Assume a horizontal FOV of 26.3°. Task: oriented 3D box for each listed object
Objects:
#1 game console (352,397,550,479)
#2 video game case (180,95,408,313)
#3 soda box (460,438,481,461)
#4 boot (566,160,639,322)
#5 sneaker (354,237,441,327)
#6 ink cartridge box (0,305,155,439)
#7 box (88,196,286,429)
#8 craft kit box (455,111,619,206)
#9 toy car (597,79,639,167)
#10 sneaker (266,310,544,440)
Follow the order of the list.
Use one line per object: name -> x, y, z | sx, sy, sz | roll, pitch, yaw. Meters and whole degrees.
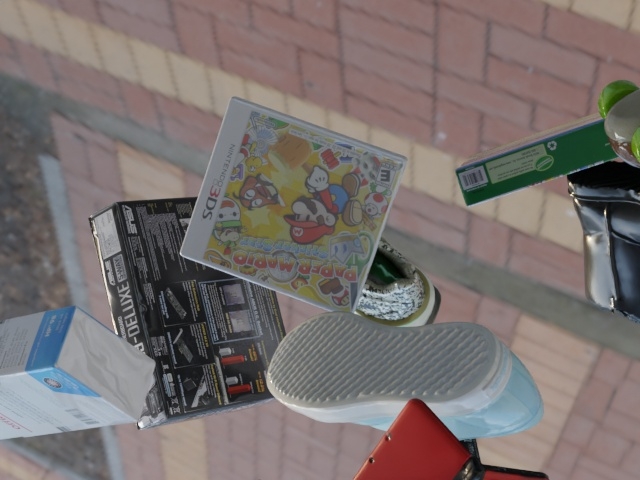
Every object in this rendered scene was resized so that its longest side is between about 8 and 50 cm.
game console -> 0.114, 0.222, 1.233 | 0.124, 0.085, 0.144 | 11, 129, -26
video game case -> -0.034, -0.040, 1.653 | 0.227, 0.206, 0.026 | 20, -171, 6
soda box -> 0.154, 0.290, 1.522 | 0.053, 0.169, 0.060 | 5, 123, -6
boot -> 0.433, 0.008, 1.733 | 0.246, 0.094, 0.207 | 9, 129, 40
sneaker -> 0.000, 0.000, 2.121 | 0.410, 0.158, 0.182 | 24, 157, 13
ink cartridge box -> -0.244, 0.116, 1.166 | 0.180, 0.060, 0.104 | -12, 142, 35
box -> -0.173, 0.091, 1.919 | 0.242, 0.307, 0.076 | -6, 167, -43
craft kit box -> 0.305, -0.117, 1.766 | 0.249, 0.246, 0.061 | -18, 96, 13
toy car -> 0.400, -0.083, 1.472 | 0.155, 0.149, 0.188 | -103, -13, -65
sneaker -> 0.090, 0.174, 1.545 | 0.366, 0.135, 0.150 | 2, 146, 50
